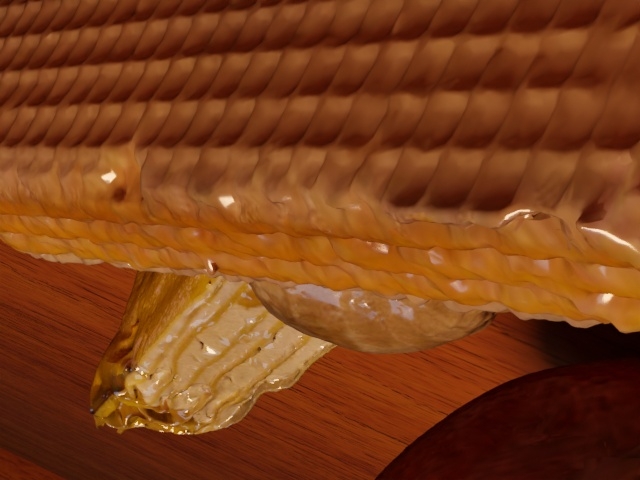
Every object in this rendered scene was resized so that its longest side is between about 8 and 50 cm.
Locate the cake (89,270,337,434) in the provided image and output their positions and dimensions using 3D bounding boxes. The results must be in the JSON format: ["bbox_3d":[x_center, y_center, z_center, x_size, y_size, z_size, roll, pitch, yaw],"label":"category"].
[{"bbox_3d":[-0.037,0.021,0.860,0.079,0.116,0.185,26,135,-12],"label":"cake"}]

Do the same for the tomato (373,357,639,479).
[{"bbox_3d":[0.115,0.163,0.645,0.265,0.265,0.265,26,166,7],"label":"tomato"}]

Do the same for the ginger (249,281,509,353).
[{"bbox_3d":[-0.005,-0.001,0.651,0.165,0.067,0.096,15,-177,40],"label":"ginger"}]

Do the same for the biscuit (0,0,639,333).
[{"bbox_3d":[-0.007,-0.034,0.489,0.054,0.094,0.378,35,163,-30],"label":"biscuit"}]
